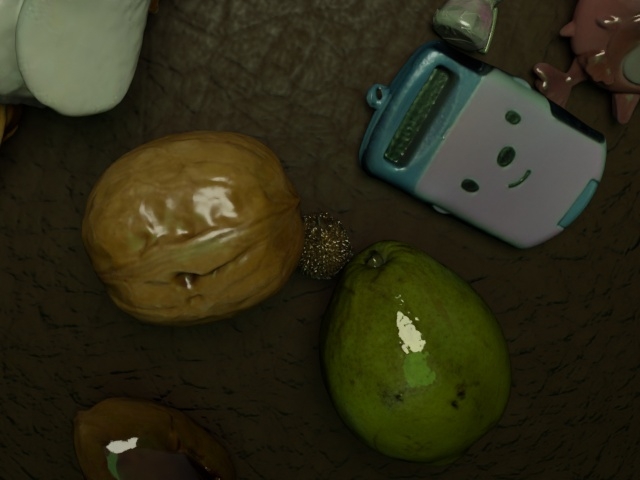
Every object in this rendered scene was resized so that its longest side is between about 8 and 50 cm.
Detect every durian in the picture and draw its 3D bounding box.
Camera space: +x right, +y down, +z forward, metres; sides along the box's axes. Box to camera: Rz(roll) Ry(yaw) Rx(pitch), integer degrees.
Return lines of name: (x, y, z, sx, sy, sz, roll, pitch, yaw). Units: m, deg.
durian: (0.000, 0.000, 0.687, 0.080, 0.080, 0.091, -7, 135, -4)

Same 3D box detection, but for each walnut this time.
walnut: (-0.192, 0.272, 0.729, 0.245, 0.137, 0.137, 37, 101, -23)
walnut: (-0.125, -0.012, 0.617, 0.221, 0.195, 0.195, -13, 109, 7)

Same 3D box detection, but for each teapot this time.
teapot: (0.165, -0.240, 0.647, 0.083, 0.064, 0.064, 24, 98, -46)

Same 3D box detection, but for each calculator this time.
calculator: (0.181, -0.103, 0.683, 0.293, 0.051, 0.173, 25, 113, -13)

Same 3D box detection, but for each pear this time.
pear: (0.100, 0.129, 0.676, 0.212, 0.212, 0.269, -18, 115, 0)

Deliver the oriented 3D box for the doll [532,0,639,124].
doll: (0.347, -0.231, 0.640, 0.262, 0.093, 0.211, -31, 114, 22)

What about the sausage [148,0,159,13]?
sausage: (-0.243, -0.344, 0.558, 0.102, 0.076, 0.302, -38, 107, 6)

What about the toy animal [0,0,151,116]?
toy animal: (-0.247, -0.240, 0.471, 0.249, 0.174, 0.289, 23, 121, -5)

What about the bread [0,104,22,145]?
bread: (-0.451, -0.063, 0.588, 0.195, 0.149, 0.344, 38, 101, -15)
